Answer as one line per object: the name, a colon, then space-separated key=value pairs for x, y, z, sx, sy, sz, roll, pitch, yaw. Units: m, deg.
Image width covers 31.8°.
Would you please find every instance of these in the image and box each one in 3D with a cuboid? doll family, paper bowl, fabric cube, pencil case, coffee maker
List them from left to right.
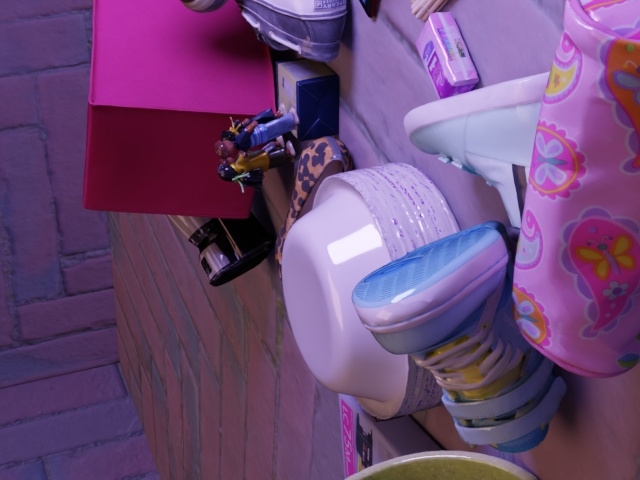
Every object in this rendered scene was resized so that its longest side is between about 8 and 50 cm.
fabric cube: x=-0.211 y=-0.210 z=1.636 sx=0.258 sy=0.254 sz=0.259 roll=108 pitch=161 yaw=-56
coffee maker: x=-0.155 y=-0.038 z=1.848 sx=0.178 sy=0.171 sz=0.120 roll=54 pitch=179 yaw=9
doll family: x=-0.090 y=-0.120 z=1.459 sx=0.193 sy=0.111 sz=0.076 roll=95 pitch=152 yaw=-61
paper bowl: x=0.052 y=0.062 z=1.272 sx=0.284 sy=0.148 sz=0.284 roll=168 pitch=90 yaw=-71
pencil case: x=0.211 y=-0.040 z=0.799 sx=0.124 sy=0.124 sz=0.284 roll=-125 pitch=29 yaw=-50

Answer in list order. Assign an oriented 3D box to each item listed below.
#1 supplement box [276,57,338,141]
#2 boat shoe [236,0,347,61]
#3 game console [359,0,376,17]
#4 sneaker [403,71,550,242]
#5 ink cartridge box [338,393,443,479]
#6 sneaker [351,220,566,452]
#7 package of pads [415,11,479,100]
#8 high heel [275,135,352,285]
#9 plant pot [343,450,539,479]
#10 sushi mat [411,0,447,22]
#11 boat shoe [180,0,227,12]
supplement box: x=-0.017 y=-0.186 z=1.469 sx=0.083 sy=0.056 sz=0.083 roll=-128 pitch=31 yaw=-53
boat shoe: x=-0.053 y=-0.298 z=1.451 sx=0.301 sy=0.108 sz=0.102 roll=37 pitch=134 yaw=53
game console: x=0.012 y=-0.337 z=1.263 sx=0.085 sy=0.124 sz=0.144 roll=-49 pitch=49 yaw=33
sneaker: x=0.153 y=-0.057 z=0.992 sx=0.256 sy=0.094 sz=0.151 roll=179 pitch=77 yaw=-72
ink cartridge box: x=0.107 y=0.320 z=1.397 sx=0.311 sy=0.065 sz=0.186 roll=-144 pitch=45 yaw=-61
sneaker: x=0.134 y=0.100 z=0.959 sx=0.208 sy=0.127 sz=0.319 roll=70 pitch=-160 yaw=0
package of pads: x=0.123 y=-0.176 z=1.102 sx=0.050 sy=0.032 sz=0.083 roll=111 pitch=143 yaw=-62
high heel: x=0.000 y=0.000 z=1.458 sx=0.186 sy=0.093 sz=0.261 roll=166 pitch=101 yaw=-78
plant pot: x=0.125 y=0.398 z=1.129 sx=0.276 sy=0.276 sz=0.254 roll=42 pitch=151 yaw=61
sushi mat: x=0.131 y=-0.327 z=1.014 sx=0.316 sy=0.019 sz=0.151 roll=141 pitch=117 yaw=-69
boat shoe: x=-0.120 y=-0.448 z=1.355 sx=0.132 sy=0.130 sz=0.355 roll=49 pitch=120 yaw=48
